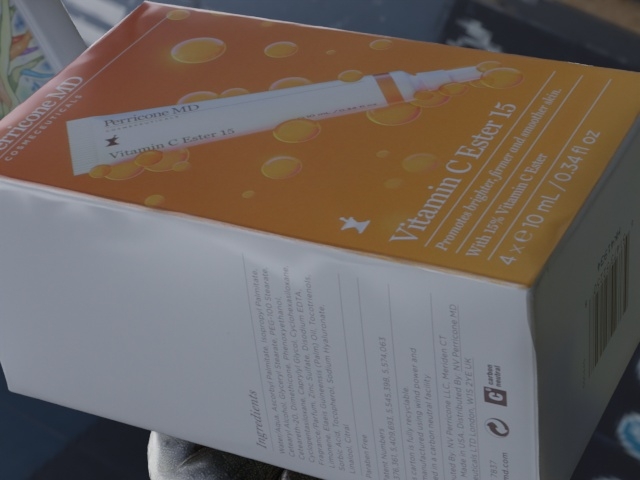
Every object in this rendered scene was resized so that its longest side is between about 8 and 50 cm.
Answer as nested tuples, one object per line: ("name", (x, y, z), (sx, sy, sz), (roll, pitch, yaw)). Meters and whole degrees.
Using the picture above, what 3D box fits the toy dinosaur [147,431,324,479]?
("toy dinosaur", (-0.047, 0.148, 1.001), (0.160, 0.313, 0.121), (-25, -35, -14))

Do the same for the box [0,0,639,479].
("box", (0.000, 0.000, 0.877), (0.215, 0.345, 0.168), (-51, -36, -45))

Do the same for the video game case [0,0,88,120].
("video game case", (-0.266, -0.069, 1.168), (0.036, 0.300, 0.329), (-63, -39, -37))
